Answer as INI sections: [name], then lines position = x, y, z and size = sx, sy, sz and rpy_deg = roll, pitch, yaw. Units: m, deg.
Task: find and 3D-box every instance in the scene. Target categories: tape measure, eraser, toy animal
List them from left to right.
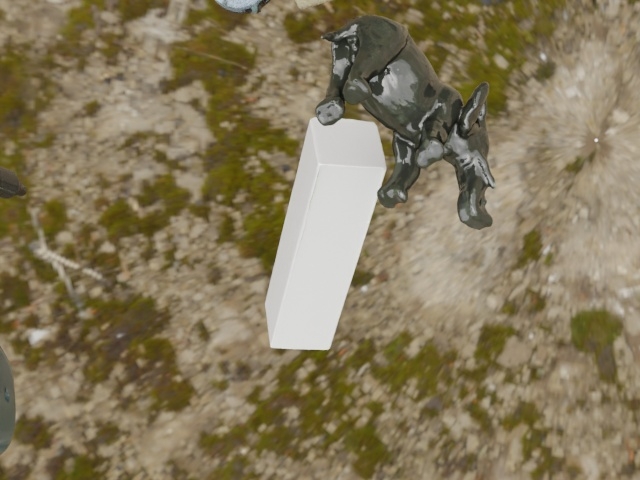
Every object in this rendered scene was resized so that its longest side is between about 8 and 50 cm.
[tape measure]
position = -0.085, -0.308, 1.422
size = 0.094, 0.054, 0.091
rpy_deg = -29, 91, 8
[eraser]
position = 0.000, 0.000, 1.398
size = 0.076, 0.078, 0.298
rpy_deg = 3, 134, -13
[toy animal]
position = 0.095, -0.116, 1.175
size = 0.114, 0.146, 0.245
rpy_deg = -17, 122, 30

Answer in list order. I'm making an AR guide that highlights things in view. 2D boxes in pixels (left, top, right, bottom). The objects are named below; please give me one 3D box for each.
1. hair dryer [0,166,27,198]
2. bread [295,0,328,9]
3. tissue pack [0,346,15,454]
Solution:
[hair dryer]
position = -0.362, -0.062, 1.260
size = 0.070, 0.255, 0.128
rpy_deg = -30, 72, 12
[bread]
position = 0.040, -0.247, 0.952
size = 0.152, 0.105, 0.077
rpy_deg = -7, 128, 30
[tissue pack]
position = -0.320, 0.022, 0.786
size = 0.206, 0.198, 0.287
rpy_deg = -10, 83, -3
